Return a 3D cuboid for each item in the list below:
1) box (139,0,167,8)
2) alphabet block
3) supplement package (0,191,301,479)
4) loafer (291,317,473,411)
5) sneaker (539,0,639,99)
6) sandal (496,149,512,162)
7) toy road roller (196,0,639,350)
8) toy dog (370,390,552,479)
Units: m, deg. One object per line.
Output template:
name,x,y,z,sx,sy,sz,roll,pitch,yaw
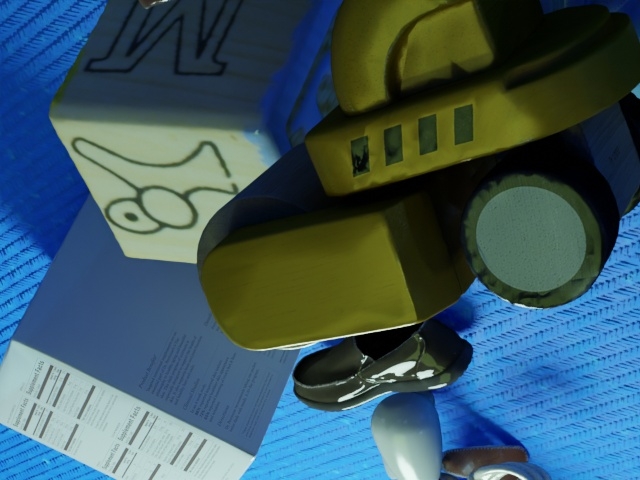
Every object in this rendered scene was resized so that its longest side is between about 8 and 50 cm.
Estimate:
box,0.001,-0.305,1.118,0.381,0.143,0.191,-11,133,31
alphabet block,-0.074,-0.104,1.423,0.197,0.193,0.192,6,140,24
supplement package,-0.175,0.121,1.778,0.262,0.199,0.198,26,146,-4
loafer,0.052,0.113,1.757,0.220,0.080,0.078,-17,120,37
sneaker,0.228,-0.212,1.170,0.208,0.127,0.319,25,133,27
sandal,0.170,-0.048,1.490,0.067,0.040,0.179,30,145,-11
toy road roller,0.059,-0.081,1.165,0.329,0.202,0.241,-15,105,27
toy dog,0.157,0.287,1.896,0.220,0.161,0.334,16,130,16
